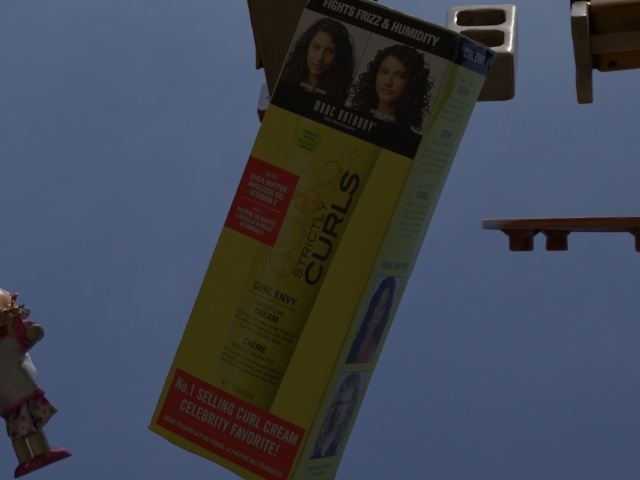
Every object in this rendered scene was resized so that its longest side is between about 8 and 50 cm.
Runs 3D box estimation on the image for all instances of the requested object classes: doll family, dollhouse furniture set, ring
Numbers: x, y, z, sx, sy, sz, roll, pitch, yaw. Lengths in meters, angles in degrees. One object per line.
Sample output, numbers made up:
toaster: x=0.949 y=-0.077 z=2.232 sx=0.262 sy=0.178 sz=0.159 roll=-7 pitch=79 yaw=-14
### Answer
doll family: x=-0.290 y=0.114 z=1.245 sx=0.263 sy=0.118 sz=0.163 roll=-29 pitch=-99 yaw=56
dollhouse furniture set: x=0.116 y=-0.226 z=1.409 sx=0.374 sy=0.152 sz=0.201 roll=-4 pitch=-63 yaw=9
ring: x=0.308 y=-0.004 z=1.490 sx=0.336 sy=0.336 sz=0.032 roll=0 pitch=-91 yaw=39

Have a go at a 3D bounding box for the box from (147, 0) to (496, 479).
box: x=0.000 y=0.000 z=0.827 sx=0.087 sy=0.058 sz=0.232 roll=24 pitch=-83 yaw=23
